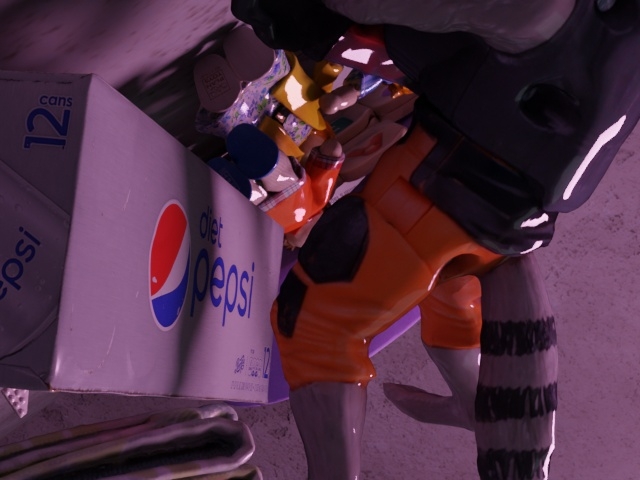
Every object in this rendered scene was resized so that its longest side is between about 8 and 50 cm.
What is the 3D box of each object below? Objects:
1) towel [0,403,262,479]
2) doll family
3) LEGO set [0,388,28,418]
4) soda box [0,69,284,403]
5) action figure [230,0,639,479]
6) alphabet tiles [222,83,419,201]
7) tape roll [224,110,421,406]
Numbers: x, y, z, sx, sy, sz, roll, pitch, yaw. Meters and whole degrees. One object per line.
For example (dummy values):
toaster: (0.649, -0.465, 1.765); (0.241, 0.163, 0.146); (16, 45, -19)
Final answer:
towel: (-0.236, 0.198, 0.578); (0.320, 0.090, 0.374); (-13, 163, -41)
doll family: (0.020, -0.104, 0.680); (0.263, 0.118, 0.163); (-39, 160, 6)
LEGO set: (-0.204, 0.060, 1.002); (0.244, 0.060, 0.182); (-36, -169, -2)
soda box: (-0.089, 0.014, 0.463); (0.091, 0.098, 0.286); (4, 173, 11)
action figure: (0.101, -0.039, 0.518); (0.341, 0.178, 0.330); (-5, 119, -50)
alphabet tiles: (-0.042, -0.056, 0.873); (0.284, 0.021, 0.278); (-34, -162, -4)
tape roll: (0.000, 0.000, 0.863); (0.275, 0.090, 0.275); (-34, -161, 13)
